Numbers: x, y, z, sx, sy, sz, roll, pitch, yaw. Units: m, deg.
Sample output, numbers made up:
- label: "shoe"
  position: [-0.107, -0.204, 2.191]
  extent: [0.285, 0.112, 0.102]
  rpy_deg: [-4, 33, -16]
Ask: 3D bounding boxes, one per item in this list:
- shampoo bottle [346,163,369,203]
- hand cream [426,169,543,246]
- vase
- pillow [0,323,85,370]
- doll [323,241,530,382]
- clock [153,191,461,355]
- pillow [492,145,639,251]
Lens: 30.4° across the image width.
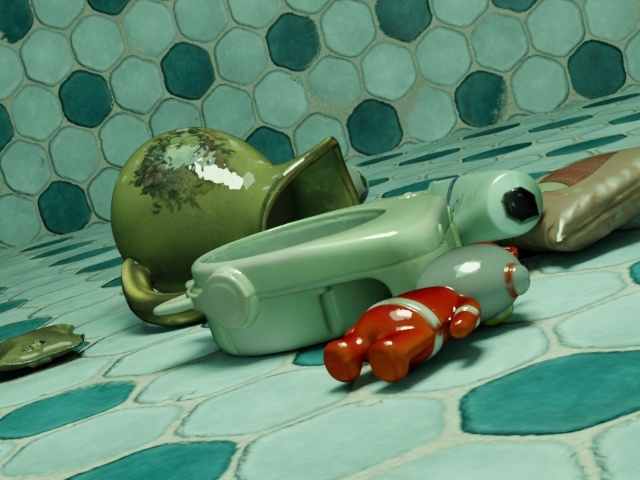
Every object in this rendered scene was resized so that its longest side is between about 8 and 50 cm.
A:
- label: "shampoo bottle"
  position: [0.009, -0.073, 2.134]
  extent: [0.092, 0.092, 0.303]
  rpy_deg: [-12, 8, 18]
- label: "hand cream"
  position: [0.172, -0.032, 1.396]
  extent: [0.067, 0.109, 0.321]
  rpy_deg: [19, -7, -12]
- label: "vase"
  position: [-0.139, -0.005, 1.596]
  extent: [0.302, 0.241, 0.329]
  rpy_deg: [4, 45, 29]
- label: "pillow"
  position: [-0.379, 0.140, 1.548]
  extent: [0.130, 0.033, 0.217]
  rpy_deg: [-16, 7, -16]
- label: "doll"
  position: [0.108, 0.058, 1.052]
  extent: [0.142, 0.076, 0.245]
  rpy_deg: [-6, 15, 44]
- label: "clock"
  position: [-0.011, 0.040, 1.281]
  extent: [0.324, 0.108, 0.265]
  rpy_deg: [-14, 9, 14]
- label: "pillow"
  position: [0.301, -0.045, 1.360]
  extent: [0.223, 0.084, 0.236]
  rpy_deg: [-26, 5, -15]
